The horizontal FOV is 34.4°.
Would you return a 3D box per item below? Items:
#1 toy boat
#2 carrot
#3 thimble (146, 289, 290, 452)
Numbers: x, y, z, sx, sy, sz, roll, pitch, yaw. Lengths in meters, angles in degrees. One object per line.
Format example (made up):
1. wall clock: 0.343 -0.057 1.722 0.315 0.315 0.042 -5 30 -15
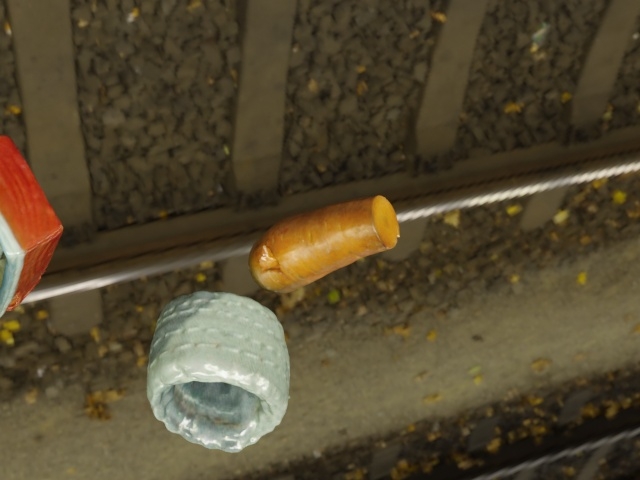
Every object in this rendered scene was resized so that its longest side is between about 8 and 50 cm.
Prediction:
1. toy boat: -0.360 0.019 1.001 0.133 0.145 0.332 -30 178 -31
2. carrot: 0.000 0.000 1.198 0.193 0.087 0.087 -27 150 34
3. thimble: -0.151 0.204 1.587 0.205 0.172 0.250 -21 134 22
